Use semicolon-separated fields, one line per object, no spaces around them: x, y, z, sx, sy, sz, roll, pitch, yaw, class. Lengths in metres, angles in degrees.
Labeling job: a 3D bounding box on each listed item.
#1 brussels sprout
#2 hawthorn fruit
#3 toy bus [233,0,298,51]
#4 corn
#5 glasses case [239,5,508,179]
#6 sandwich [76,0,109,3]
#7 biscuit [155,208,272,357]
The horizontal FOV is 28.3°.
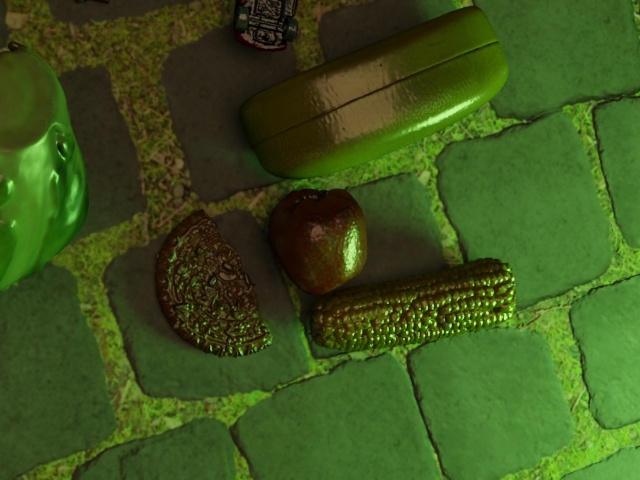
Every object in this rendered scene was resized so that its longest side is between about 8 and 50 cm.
-0.402;-0.083;1.411;0.276;0.371;0.315;-10;91;-29;brussels sprout
0.000;0.000;1.678;0.133;0.133;0.138;-13;109;-18;hawthorn fruit
-0.071;-0.343;1.677;0.081;0.089;0.195;10;85;-18;toy bus
0.126;0.094;1.731;0.313;0.102;0.102;-11;92;-16;corn
0.085;-0.189;1.681;0.371;0.173;0.141;-25;93;-18;glasses case
-0.262;-0.352;1.644;0.135;0.029;0.067;-30;97;-17;sandwich
-0.149;0.071;1.673;0.126;0.025;0.206;-31;98;-17;biscuit
